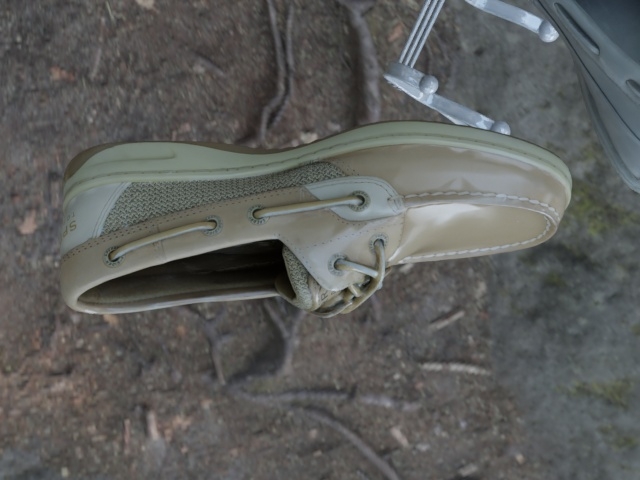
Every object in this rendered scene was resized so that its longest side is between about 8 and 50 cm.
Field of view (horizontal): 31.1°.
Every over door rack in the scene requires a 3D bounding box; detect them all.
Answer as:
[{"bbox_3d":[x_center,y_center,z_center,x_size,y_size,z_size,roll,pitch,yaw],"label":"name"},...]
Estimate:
[{"bbox_3d":[0.207,-0.208,1.168,0.324,0.108,0.239,26,90,-59],"label":"over door rack"}]

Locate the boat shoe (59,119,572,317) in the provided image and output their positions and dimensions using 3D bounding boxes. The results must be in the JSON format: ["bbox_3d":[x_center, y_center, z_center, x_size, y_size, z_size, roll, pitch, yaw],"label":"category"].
[{"bbox_3d":[0.000,0.000,0.765,0.341,0.110,0.121,-3,150,0],"label":"boat shoe"}]

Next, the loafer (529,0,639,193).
[{"bbox_3d":[0.191,-0.184,0.768,0.112,0.319,0.111,-25,168,-17],"label":"loafer"}]
